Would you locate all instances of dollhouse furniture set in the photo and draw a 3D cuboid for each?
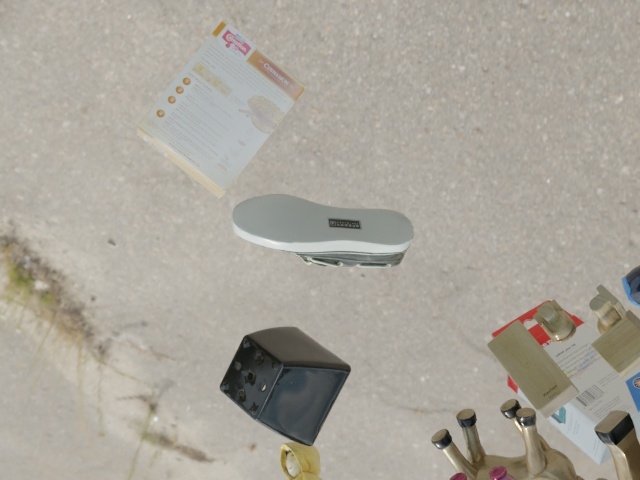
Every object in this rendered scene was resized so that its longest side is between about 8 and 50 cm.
[{"bbox_3d":[0.315,0.148,0.982,0.151,0.144,0.123,-41,131,7],"label":"dollhouse furniture set"}]

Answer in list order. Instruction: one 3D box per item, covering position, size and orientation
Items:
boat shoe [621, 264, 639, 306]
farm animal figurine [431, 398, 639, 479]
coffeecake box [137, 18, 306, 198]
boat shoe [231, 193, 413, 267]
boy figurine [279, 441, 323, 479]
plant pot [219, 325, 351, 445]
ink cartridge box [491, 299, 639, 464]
[{"bbox_3d":[0.620,0.073,1.353,0.258,0.109,0.089,-5,151,-25],"label":"boat shoe"},{"bbox_3d":[0.277,0.224,0.700,0.326,0.330,0.172,-30,104,-6],"label":"farm animal figurine"},{"bbox_3d":[-0.132,-0.175,1.115,0.142,0.185,0.068,38,169,-8],"label":"coffeecake box"},{"bbox_3d":[0.000,0.000,1.000,0.219,0.078,0.070,7,138,-7],"label":"boat shoe"},{"bbox_3d":[-0.041,0.533,1.663,0.092,0.285,0.177,15,145,-17],"label":"boy figurine"},{"bbox_3d":[-0.088,0.283,1.670,0.187,0.188,0.167,31,-172,41],"label":"plant pot"},{"bbox_3d":[0.374,0.201,1.228,0.231,0.134,0.078,42,149,41],"label":"ink cartridge box"}]
